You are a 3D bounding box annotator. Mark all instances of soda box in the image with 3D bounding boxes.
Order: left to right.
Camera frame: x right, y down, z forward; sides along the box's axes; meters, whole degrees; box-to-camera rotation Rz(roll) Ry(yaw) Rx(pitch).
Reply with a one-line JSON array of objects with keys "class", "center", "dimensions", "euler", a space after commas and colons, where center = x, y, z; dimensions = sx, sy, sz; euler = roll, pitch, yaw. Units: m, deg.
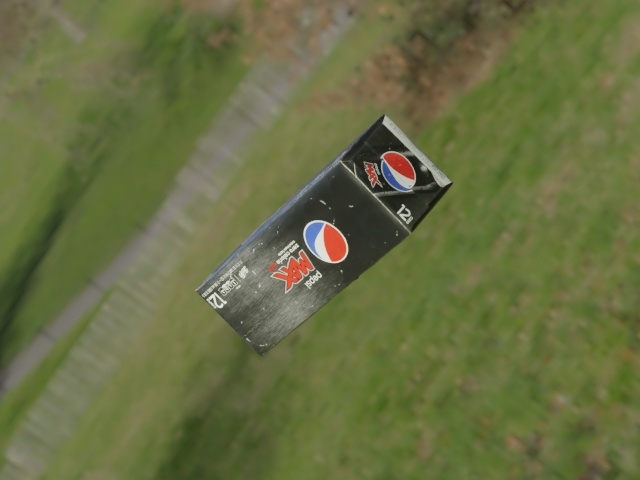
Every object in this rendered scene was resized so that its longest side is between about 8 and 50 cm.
[{"class": "soda box", "center": [0.000, 0.000, 1.074], "dimensions": [0.169, 0.060, 0.053], "euler": [-41, 5, 48]}]
